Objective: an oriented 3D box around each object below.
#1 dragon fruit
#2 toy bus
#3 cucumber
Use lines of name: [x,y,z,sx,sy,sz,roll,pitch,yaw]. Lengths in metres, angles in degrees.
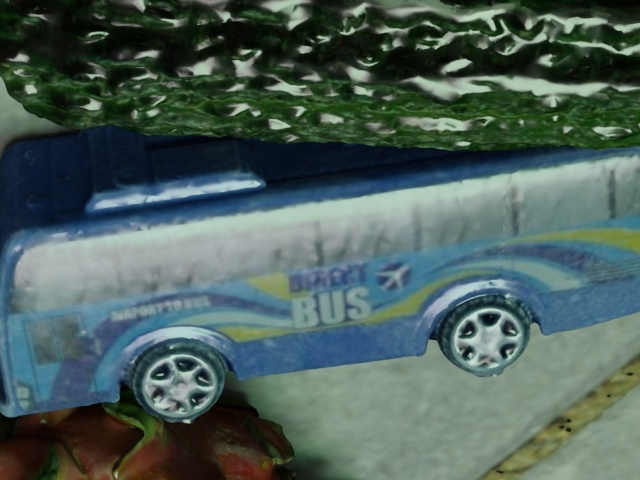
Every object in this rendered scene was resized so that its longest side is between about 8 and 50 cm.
dragon fruit: [-0.057,0.125,0.723,0.137,0.135,0.236,-38,148,15]
toy bus: [-0.001,-0.003,0.647,0.237,0.079,0.094,-8,118,-5]
cucumber: [0.025,-0.063,0.554,0.265,0.077,0.077,3,134,5]
